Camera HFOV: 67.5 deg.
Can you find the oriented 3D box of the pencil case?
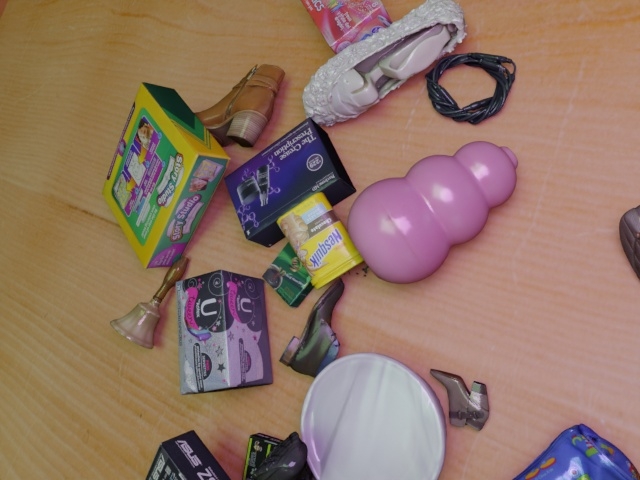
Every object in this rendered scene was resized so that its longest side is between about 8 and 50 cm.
[{"bbox_3d":[0.343,0.419,0.752,0.306,0.119,0.133,-44,85,10],"label":"pencil case"}]

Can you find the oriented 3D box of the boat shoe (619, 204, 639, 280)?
[{"bbox_3d":[0.606,0.079,0.711,0.130,0.132,0.355,-35,72,5],"label":"boat shoe"}]

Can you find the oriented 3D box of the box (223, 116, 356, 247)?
[{"bbox_3d":[-0.076,-0.131,1.122,0.261,0.103,0.184,-32,68,17],"label":"box"}]

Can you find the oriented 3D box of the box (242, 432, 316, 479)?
[{"bbox_3d":[-0.080,0.521,0.992,0.184,0.045,0.191,3,80,30],"label":"box"}]

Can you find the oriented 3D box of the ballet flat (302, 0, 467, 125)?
[{"bbox_3d":[0.130,-0.372,1.035,0.409,0.147,0.147,-33,65,17],"label":"ballet flat"}]

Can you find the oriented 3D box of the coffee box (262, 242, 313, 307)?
[{"bbox_3d":[-0.040,0.048,1.090,0.113,0.040,0.184,43,98,29],"label":"coffee box"}]

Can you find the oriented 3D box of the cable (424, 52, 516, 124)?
[{"bbox_3d":[0.305,-0.323,1.007,0.184,0.047,0.151,21,93,27],"label":"cable"}]

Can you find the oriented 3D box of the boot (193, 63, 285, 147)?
[{"bbox_3d":[-0.233,-0.366,1.263,0.283,0.109,0.220,13,76,40],"label":"boot"}]

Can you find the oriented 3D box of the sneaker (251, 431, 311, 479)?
[{"bbox_3d":[-0.052,0.440,0.857,0.130,0.286,0.109,41,56,19],"label":"sneaker"}]

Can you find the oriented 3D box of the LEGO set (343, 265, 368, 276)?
[{"bbox_3d":[0.068,0.054,1.048,0.083,0.023,0.054,36,97,16],"label":"LEGO set"}]

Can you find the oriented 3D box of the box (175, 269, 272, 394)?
[{"bbox_3d":[-0.215,0.206,1.070,0.142,0.163,0.247,-17,71,25],"label":"box"}]

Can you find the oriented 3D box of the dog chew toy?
[{"bbox_3d":[0.217,-0.065,0.904,0.332,0.206,0.207,-34,64,7],"label":"dog chew toy"}]

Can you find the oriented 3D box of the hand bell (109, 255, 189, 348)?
[{"bbox_3d":[-0.418,0.145,1.246,0.126,0.126,0.242,27,78,30],"label":"hand bell"}]

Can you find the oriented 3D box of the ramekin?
[{"bbox_3d":[0.107,0.346,0.890,0.272,0.127,0.273,-7,75,26],"label":"ramekin"}]

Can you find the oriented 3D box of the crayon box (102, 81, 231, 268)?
[{"bbox_3d":[-0.416,-0.164,1.245,0.313,0.106,0.363,49,121,27],"label":"crayon box"}]

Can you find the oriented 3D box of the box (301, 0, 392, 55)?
[{"bbox_3d":[0.051,-0.554,1.132,0.142,0.154,0.300,-33,63,16],"label":"box"}]

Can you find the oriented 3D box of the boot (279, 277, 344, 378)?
[{"bbox_3d":[0.015,0.193,1.023,0.106,0.082,0.219,33,87,6],"label":"boot"}]

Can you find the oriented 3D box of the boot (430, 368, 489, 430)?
[{"bbox_3d":[0.251,0.294,0.880,0.118,0.042,0.087,11,90,35],"label":"boot"}]

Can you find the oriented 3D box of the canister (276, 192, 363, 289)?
[{"bbox_3d":[0.000,0.000,1.008,0.126,0.073,0.170,-33,83,9],"label":"canister"}]

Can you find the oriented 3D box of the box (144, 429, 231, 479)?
[{"bbox_3d":[-0.268,0.644,0.969,0.318,0.097,0.395,39,114,31],"label":"box"}]
